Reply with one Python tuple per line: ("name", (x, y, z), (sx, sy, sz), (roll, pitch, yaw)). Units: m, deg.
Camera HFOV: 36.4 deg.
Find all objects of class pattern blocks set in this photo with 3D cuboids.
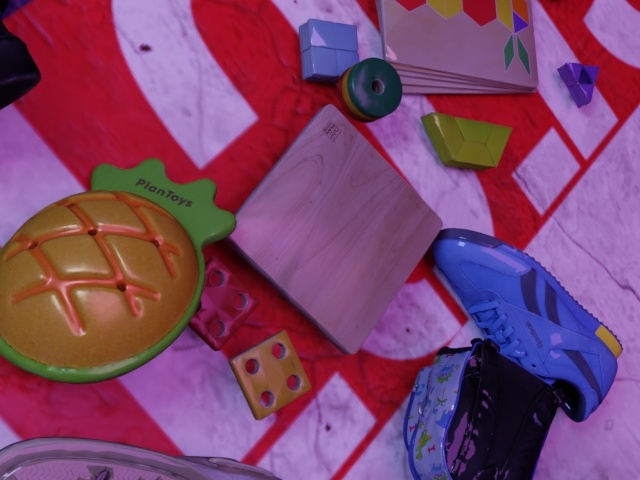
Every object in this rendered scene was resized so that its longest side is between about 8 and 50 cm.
("pattern blocks set", (0.120, -0.201, 0.849), (0.325, 0.026, 0.285), (13, 73, -30))

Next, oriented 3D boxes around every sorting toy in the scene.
("sorting toy", (0.000, 0.000, 0.717), (0.132, 0.046, 0.274), (44, 64, -17))

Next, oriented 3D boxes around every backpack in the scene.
("backpack", (0.116, 0.148, 0.740), (0.105, 0.084, 0.114), (35, 59, -21))

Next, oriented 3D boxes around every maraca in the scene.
("maraca", (-0.129, 0.013, 0.606), (0.127, 0.099, 0.186), (24, 48, 8))

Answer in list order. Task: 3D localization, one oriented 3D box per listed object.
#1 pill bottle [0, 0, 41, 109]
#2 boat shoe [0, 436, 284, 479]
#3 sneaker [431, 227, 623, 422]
("pill bottle", (-0.254, -0.170, 0.551), (0.123, 0.123, 0.219), (-32, 98, -33))
("boat shoe", (-0.075, 0.190, 0.601), (0.302, 0.103, 0.113), (25, 81, -27))
("sneaker", (0.164, 0.072, 0.796), (0.209, 0.069, 0.082), (39, 66, -20))
